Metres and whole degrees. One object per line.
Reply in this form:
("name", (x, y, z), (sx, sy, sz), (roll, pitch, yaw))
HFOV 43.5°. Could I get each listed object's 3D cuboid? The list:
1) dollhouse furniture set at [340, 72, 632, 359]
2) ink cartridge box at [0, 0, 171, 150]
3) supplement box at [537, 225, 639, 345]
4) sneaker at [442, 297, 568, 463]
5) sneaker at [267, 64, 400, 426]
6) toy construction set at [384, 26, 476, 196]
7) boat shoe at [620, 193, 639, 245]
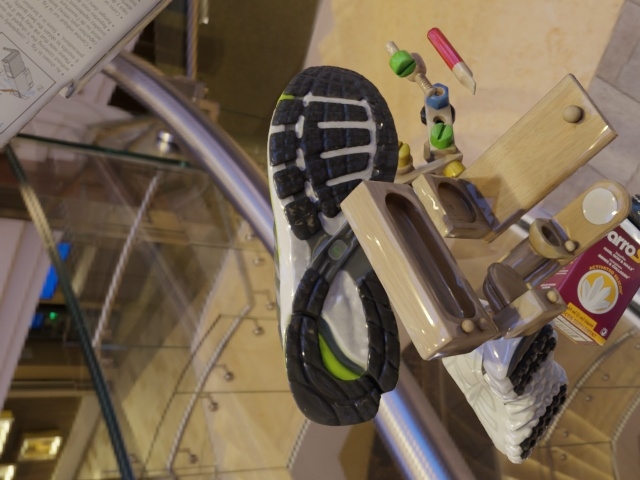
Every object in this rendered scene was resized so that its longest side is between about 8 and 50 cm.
("dollhouse furniture set", (0.117, -0.023, 0.507), (0.123, 0.151, 0.144), (-45, 60, 34))
("ink cartridge box", (-0.289, -0.217, 0.585), (0.261, 0.296, 0.066), (-50, 14, -18))
("supplement box", (0.405, 0.049, 1.181), (0.188, 0.104, 0.081), (-54, 6, -10))
("sneaker", (0.202, 0.152, 0.899), (0.118, 0.292, 0.110), (27, 65, 35))
("sneaker", (0.000, 0.000, 0.675), (0.121, 0.111, 0.300), (140, 133, -74))
("toy construction set", (0.153, -0.134, 1.241), (0.237, 0.257, 0.309), (63, 143, 36))
("boat shoe", (0.441, 0.032, 0.818), (0.091, 0.302, 0.114), (-56, 0, 20))
